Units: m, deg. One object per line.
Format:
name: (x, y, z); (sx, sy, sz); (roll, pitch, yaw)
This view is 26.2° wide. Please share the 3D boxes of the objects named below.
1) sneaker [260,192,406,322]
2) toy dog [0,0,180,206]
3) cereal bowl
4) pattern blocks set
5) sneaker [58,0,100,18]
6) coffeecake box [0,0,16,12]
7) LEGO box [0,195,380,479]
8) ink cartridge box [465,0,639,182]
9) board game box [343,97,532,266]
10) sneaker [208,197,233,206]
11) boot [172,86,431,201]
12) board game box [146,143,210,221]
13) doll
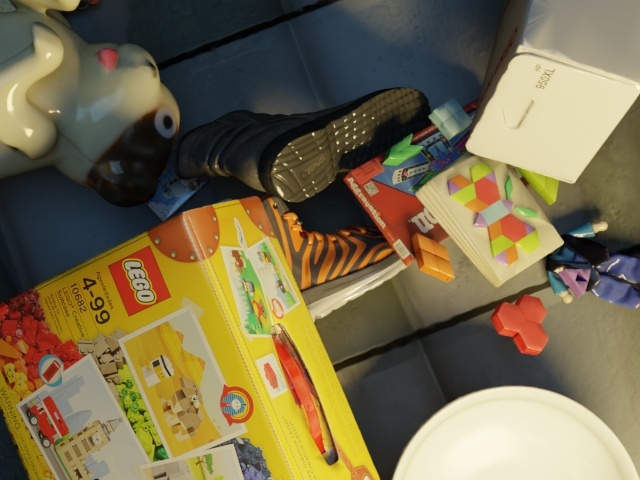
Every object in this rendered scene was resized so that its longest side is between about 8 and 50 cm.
sneaker: (0.000, 0.000, 1.843); (0.321, 0.124, 0.180); (-29, 89, -27)
toy dog: (-0.391, -0.167, 1.814); (0.408, 0.284, 0.395); (6, 125, -7)
cereal bowl: (0.251, 0.364, 1.811); (0.339, 0.141, 0.339); (0, 80, 1)
pattern blocks set: (0.229, -0.033, 1.839); (0.325, 0.026, 0.285); (43, 53, -1)
sneaker: (-0.336, -0.375, 1.997); (0.158, 0.061, 0.065); (-41, 109, -4)
coffeecake box: (-0.492, -0.313, 1.974); (0.142, 0.068, 0.185); (-7, 81, -1)
LEGO box: (-0.165, 0.250, 1.715); (0.372, 0.193, 0.500); (-25, 86, 27)
ink cartridge box: (0.335, -0.316, 1.802); (0.166, 0.285, 0.395); (17, 67, 0)
board game box: (0.173, -0.087, 1.871); (0.281, 0.027, 0.145); (-31, 84, -36)
sneaker: (-0.199, 0.065, 1.895); (0.256, 0.094, 0.151); (-29, 86, -1)
boot: (-0.023, -0.151, 1.898); (0.222, 0.338, 0.118); (14, 112, 43)
board game box: (-0.220, -0.087, 1.956); (0.090, 0.020, 0.090); (-44, 83, -4)
doll: (0.375, 0.031, 1.911); (0.189, 0.046, 0.129); (21, 83, 11)
